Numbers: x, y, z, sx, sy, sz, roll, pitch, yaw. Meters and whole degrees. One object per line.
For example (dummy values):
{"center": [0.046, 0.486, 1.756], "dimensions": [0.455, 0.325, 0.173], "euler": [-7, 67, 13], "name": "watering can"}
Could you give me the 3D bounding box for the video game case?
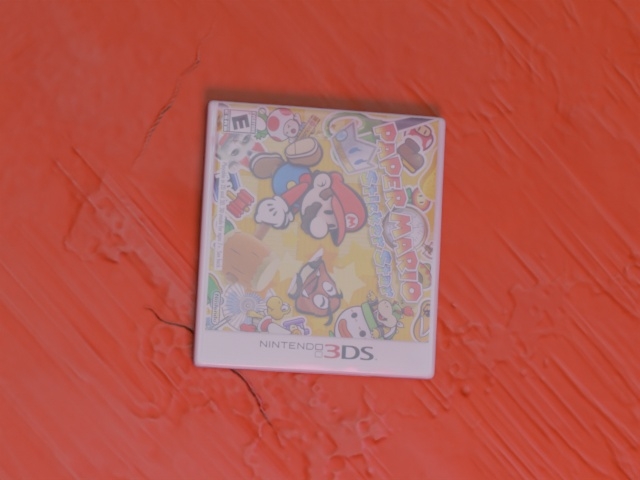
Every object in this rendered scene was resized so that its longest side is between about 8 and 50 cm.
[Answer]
{"center": [0.000, 0.000, 1.512], "dimensions": [0.206, 0.026, 0.227], "euler": [4, 84, -8], "name": "video game case"}
